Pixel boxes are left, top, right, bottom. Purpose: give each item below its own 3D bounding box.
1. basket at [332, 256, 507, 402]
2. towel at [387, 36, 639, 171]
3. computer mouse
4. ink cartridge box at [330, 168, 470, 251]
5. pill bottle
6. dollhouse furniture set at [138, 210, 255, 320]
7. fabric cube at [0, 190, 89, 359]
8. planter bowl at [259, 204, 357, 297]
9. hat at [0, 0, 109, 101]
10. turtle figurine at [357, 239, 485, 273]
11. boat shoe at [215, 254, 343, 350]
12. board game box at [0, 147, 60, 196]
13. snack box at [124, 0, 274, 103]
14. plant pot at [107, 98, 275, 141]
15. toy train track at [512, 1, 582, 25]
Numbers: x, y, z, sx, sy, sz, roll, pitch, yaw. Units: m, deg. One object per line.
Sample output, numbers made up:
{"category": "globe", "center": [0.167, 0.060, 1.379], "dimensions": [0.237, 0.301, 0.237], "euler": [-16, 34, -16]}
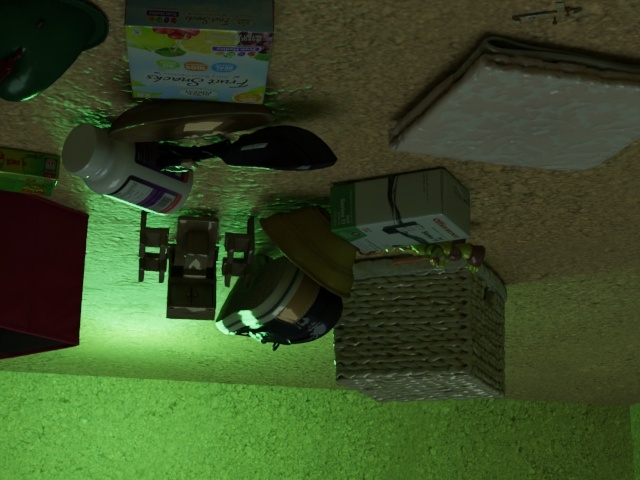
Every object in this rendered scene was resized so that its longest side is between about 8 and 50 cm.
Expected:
{"category": "basket", "center": [0.216, 0.199, 2.465], "dimensions": [0.331, 0.266, 0.328], "euler": [-5, 163, 22]}
{"category": "towel", "center": [0.304, -0.180, 1.603], "dimensions": [0.332, 0.053, 0.317], "euler": [6, 161, -18]}
{"category": "computer mouse", "center": [-0.117, -0.135, 1.651], "dimensions": [0.262, 0.060, 0.184], "euler": [7, -166, 40]}
{"category": "ink cartridge box", "center": [0.141, -0.050, 1.964], "dimensions": [0.209, 0.086, 0.153], "euler": [-9, 161, 25]}
{"category": "pill bottle", "center": [-0.298, -0.113, 1.747], "dimensions": [0.108, 0.108, 0.193], "euler": [-12, 158, 36]}
{"category": "dollhouse furniture set", "center": [-0.244, 0.019, 2.195], "dimensions": [0.212, 0.161, 0.242], "euler": [3, 140, -9]}
{"category": "fabric cube", "center": [-0.606, 0.061, 2.069], "dimensions": [0.254, 0.258, 0.259], "euler": [-11, 159, 35]}
{"category": "planter bowl", "center": [0.000, 0.000, 2.051], "dimensions": [0.090, 0.217, 0.217], "euler": [-49, 146, 10]}
{"category": "hat", "center": [-0.365, -0.183, 1.388], "dimensions": [0.209, 0.183, 0.173], "euler": [-7, 162, 18]}
{"category": "turtle figurine", "center": [0.187, 0.003, 2.139], "dimensions": [0.217, 0.087, 0.269], "euler": [7, -177, -32]}
{"category": "boat shoe", "center": [-0.087, 0.128, 2.248], "dimensions": [0.156, 0.186, 0.500], "euler": [33, 167, -13]}
{"category": "board game box", "center": [-0.525, -0.117, 1.851], "dimensions": [0.181, 0.043, 0.092], "euler": [8, 162, -19]}
{"category": "snack box", "center": [-0.149, -0.241, 1.398], "dimensions": [0.175, 0.070, 0.207], "euler": [2, 164, -5]}
{"category": "plant pot", "center": [-0.182, -0.172, 1.589], "dimensions": [0.236, 0.032, 0.236], "euler": [-7, 180, 0]}
{"category": "toy train track", "center": [0.276, -0.270, 1.379], "dimensions": [0.083, 0.014, 0.048], "euler": [-4, 162, 17]}
